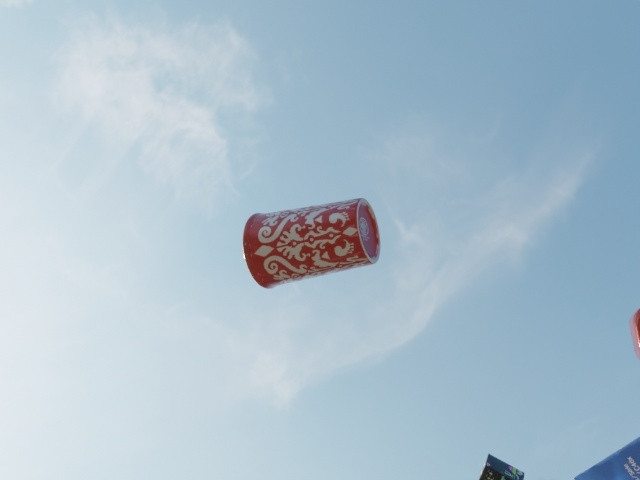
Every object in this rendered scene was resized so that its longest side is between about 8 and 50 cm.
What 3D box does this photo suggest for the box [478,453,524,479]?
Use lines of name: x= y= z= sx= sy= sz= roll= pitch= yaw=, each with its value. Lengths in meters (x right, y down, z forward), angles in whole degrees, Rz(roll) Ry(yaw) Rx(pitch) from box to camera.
box: x=0.396 y=0.522 z=1.075 sx=0.083 sy=0.062 sz=0.052 roll=23 pitch=-78 yaw=23

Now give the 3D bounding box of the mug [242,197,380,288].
mug: x=-0.004 y=-0.008 z=0.707 sx=0.169 sy=0.150 sz=0.113 roll=-11 pitch=-68 yaw=25

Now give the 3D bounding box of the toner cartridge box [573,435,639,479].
toner cartridge box: x=0.497 y=0.406 z=0.582 sx=0.075 sy=0.348 sz=0.165 roll=10 pitch=-53 yaw=-41

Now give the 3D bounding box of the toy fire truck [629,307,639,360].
toy fire truck: x=0.504 y=0.170 z=0.485 sx=0.301 sy=0.254 sz=0.169 roll=-11 pitch=-20 yaw=24
